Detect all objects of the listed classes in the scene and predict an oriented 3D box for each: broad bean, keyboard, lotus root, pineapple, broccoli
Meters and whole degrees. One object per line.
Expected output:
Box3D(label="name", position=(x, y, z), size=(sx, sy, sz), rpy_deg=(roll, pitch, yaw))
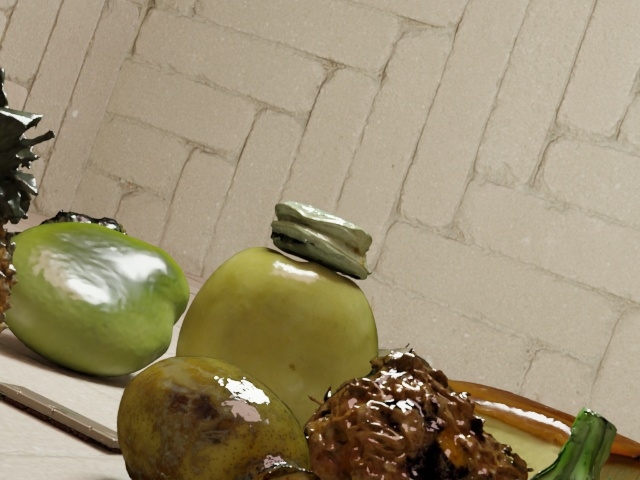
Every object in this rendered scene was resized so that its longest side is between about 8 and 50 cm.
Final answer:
Box3D(label="broad bean", position=(-0.294, 0.073, 1.994), size=(0.291, 0.119, 0.238), rpy_deg=(-1, 52, -47))
Box3D(label="keyboard", position=(-0.265, 0.184, 1.580), size=(0.166, 0.017, 0.055), rpy_deg=(21, -3, 28))
Box3D(label="lotus root", position=(-0.082, 0.191, 1.366), size=(0.154, 0.154, 0.278), rpy_deg=(19, 7, -36))
Box3D(label="pineapple", position=(-0.393, -0.035, 1.720), size=(0.169, 0.341, 0.169), rpy_deg=(20, 5, -2))
Box3D(label="broccoli", position=(0.289, 0.287, 1.746), size=(0.194, 0.194, 0.219), rpy_deg=(19, -4, -30))

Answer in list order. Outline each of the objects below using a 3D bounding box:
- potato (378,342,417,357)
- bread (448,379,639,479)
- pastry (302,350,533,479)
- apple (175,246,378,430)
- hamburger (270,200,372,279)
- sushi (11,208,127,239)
Box3D(label="potato", position=(0.030, 0.219, 2.168), size=(0.243, 0.138, 0.098), rpy_deg=(1, -46, 43))
Box3D(label="bread", position=(0.319, 0.312, 2.178), size=(0.333, 0.143, 0.323), rpy_deg=(20, 0, 37))
Box3D(label="pastry", position=(0.098, 0.221, 1.588), size=(0.274, 0.193, 0.275), rpy_deg=(20, 0, 0))
Box3D(label="apple", position=(-0.054, 0.139, 1.954), size=(0.262, 0.262, 0.262), rpy_deg=(20, 1, -1))
Box3D(label="hamburger", position=(0.000, 0.000, 1.945), size=(0.140, 0.062, 0.133), rpy_deg=(16, -12, 23))
Box3D(label="sushi", position=(-0.365, 0.047, 2.181), size=(0.212, 0.147, 0.115), rpy_deg=(-29, -29, 37))
